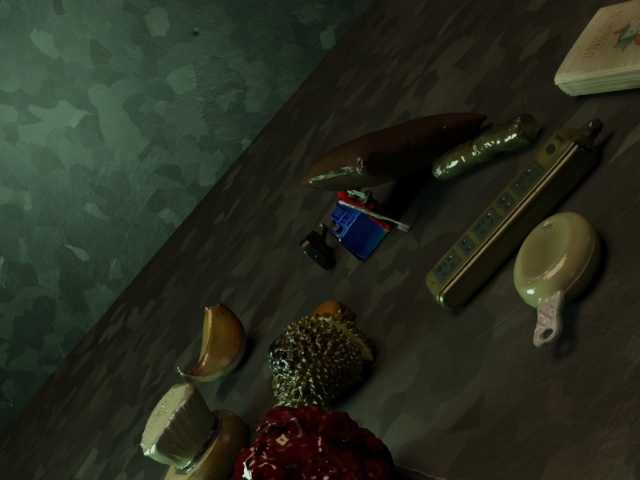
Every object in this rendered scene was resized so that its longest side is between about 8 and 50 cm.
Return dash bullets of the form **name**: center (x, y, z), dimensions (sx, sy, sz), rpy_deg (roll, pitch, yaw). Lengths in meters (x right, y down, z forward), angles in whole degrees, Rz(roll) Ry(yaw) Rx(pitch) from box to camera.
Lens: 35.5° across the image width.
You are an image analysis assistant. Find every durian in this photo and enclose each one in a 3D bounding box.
- **durian**: center (-0.033, 0.221, 1.785), dimensions (0.237, 0.138, 0.193), rpy_deg (-48, 30, 15)

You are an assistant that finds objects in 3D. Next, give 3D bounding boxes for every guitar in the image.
- **guitar**: center (0.000, 0.000, 2.268), dimensions (0.025, 0.088, 0.233), rpy_deg (-45, 10, 16)

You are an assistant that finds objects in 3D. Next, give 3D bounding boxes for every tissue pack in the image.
- **tissue pack**: center (0.522, -0.323, 1.614), dimensions (0.170, 0.071, 0.325), rpy_deg (-56, 19, -8)

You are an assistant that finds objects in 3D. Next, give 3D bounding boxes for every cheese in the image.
- **cheese**: center (0.324, 0.058, 1.387), dimensions (0.137, 0.064, 0.227), rpy_deg (-37, 24, 42)

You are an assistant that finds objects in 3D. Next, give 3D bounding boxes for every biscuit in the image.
- **biscuit**: center (-0.005, 0.182, 1.955), dimensions (0.170, 0.050, 0.170), rpy_deg (-45, 20, 21)

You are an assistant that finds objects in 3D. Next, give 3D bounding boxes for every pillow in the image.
- **pillow**: center (0.145, -0.180, 2.061), dimensions (0.305, 0.108, 0.308), rpy_deg (-22, 6, -24)

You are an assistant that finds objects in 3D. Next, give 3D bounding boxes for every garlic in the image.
- **garlic**: center (-0.227, 0.252, 2.271), dimensions (0.115, 0.128, 0.206), rpy_deg (3, 48, 15)

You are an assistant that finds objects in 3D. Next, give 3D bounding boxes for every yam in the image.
- **yam**: center (0.305, -0.171, 1.874), dimensions (0.253, 0.061, 0.061), rpy_deg (-25, 32, 55)

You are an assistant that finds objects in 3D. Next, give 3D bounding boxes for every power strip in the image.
- **power strip**: center (0.313, -0.048, 1.607), dimensions (0.387, 0.066, 0.092), rpy_deg (-48, 21, 10)

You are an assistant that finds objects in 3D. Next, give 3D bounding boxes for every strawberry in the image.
- **strawberry**: center (-0.006, 0.360, 1.390), dimensions (0.220, 0.274, 0.274), rpy_deg (2, 45, 21)

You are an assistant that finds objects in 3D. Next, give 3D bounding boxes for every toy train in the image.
- **toy train**: center (0.077, -0.045, 2.138), dimensions (0.131, 0.083, 0.204), rpy_deg (-53, 18, 1)

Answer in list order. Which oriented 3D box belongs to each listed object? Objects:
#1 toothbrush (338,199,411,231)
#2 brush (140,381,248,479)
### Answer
- **toothbrush**: center (0.107, -0.050, 2.014), dimensions (0.167, 0.011, 0.014), rpy_deg (22, 79, 25)
- **brush**: center (-0.275, 0.427, 1.962), dimensions (0.266, 0.166, 0.174), rpy_deg (-59, 20, -16)
